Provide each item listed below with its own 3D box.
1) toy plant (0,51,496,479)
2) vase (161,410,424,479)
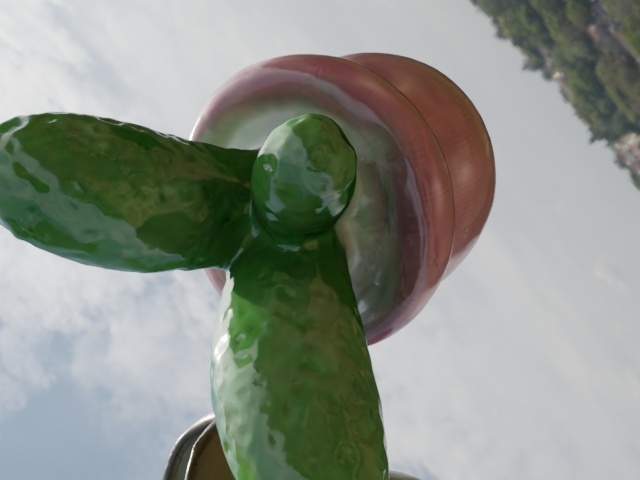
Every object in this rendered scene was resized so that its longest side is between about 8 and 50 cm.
[{"bbox_3d":[0.000,0.001,0.617,0.317,0.210,0.356,48,-152,8],"label":"toy plant"},{"bbox_3d":[-0.024,0.346,0.813,0.302,0.329,0.241,22,166,-12],"label":"vase"}]
